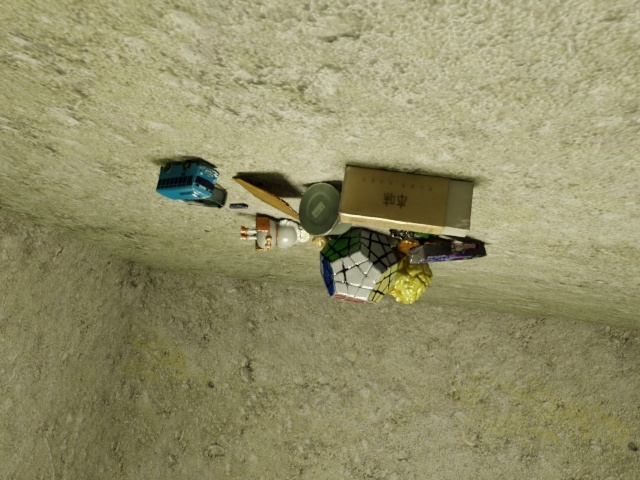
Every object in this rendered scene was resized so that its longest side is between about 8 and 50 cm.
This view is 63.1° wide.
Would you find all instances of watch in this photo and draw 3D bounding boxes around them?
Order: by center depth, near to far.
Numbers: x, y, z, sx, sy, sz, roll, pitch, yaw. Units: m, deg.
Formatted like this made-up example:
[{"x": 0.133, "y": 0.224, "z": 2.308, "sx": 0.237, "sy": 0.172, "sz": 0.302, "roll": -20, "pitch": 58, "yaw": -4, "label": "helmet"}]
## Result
[{"x": -0.418, "y": -0.160, "z": 1.762, "sx": 0.206, "sy": 0.069, "sz": 0.193, "roll": 11, "pitch": 171, "yaw": 8, "label": "watch"}]

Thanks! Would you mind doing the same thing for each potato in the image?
[{"x": 0.000, "y": 0.000, "z": 2.175, "sx": 0.068, "sy": 0.062, "sz": 0.083, "roll": 37, "pitch": 175, "yaw": -32, "label": "potato"}]

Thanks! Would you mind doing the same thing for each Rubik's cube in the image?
[{"x": 0.146, "y": 0.103, "z": 2.035, "sx": 0.263, "sy": 0.320, "sz": 0.319, "roll": -15, "pitch": 172, "yaw": -14, "label": "Rubik's cube"}]

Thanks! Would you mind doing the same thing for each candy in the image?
[{"x": 0.453, "y": 0.042, "z": 1.842, "sx": 0.312, "sy": 0.061, "sz": 0.088, "roll": -2, "pitch": 169, "yaw": -32, "label": "candy"}]

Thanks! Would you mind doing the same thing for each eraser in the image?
[{"x": 0.224, "y": -0.102, "z": 1.380, "sx": 0.342, "sy": 0.144, "sz": 0.078, "roll": 7, "pitch": 165, "yaw": 6, "label": "eraser"}]

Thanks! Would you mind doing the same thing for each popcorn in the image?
[{"x": 0.335, "y": 0.139, "z": 2.195, "sx": 0.251, "sy": 0.237, "sz": 0.206, "roll": 32, "pitch": 123, "yaw": 4, "label": "popcorn"}]

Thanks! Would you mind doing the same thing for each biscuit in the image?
[{"x": -0.160, "y": -0.128, "z": 1.650, "sx": 0.236, "sy": 0.013, "sz": 0.232, "roll": 27, "pitch": 174, "yaw": 25, "label": "biscuit"}, {"x": 0.397, "y": 0.022, "z": 2.005, "sx": 0.208, "sy": 0.041, "sz": 0.290, "roll": 7, "pitch": 166, "yaw": 5, "label": "biscuit"}]

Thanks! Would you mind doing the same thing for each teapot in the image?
[{"x": 0.047, "y": -0.088, "z": 1.585, "sx": 0.239, "sy": 0.163, "sz": 0.148, "roll": -33, "pitch": 153, "yaw": 31, "label": "teapot"}]

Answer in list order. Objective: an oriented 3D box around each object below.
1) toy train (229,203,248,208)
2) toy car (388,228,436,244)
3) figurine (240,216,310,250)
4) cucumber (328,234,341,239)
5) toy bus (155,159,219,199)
[{"x": -0.301, "y": -0.127, "z": 1.922, "sx": 0.083, "sy": 0.017, "sz": 0.017, "roll": 1, "pitch": 157, "yaw": 32, "label": "toy train"}, {"x": 0.318, "y": -0.030, "z": 1.792, "sx": 0.164, "sy": 0.063, "sz": 0.071, "roll": 15, "pitch": 167, "yaw": -22, "label": "toy car"}, {"x": -0.178, "y": -0.022, "z": 2.036, "sx": 0.270, "sy": 0.144, "sz": 0.143, "roll": 10, "pitch": 167, "yaw": 5, "label": "figurine"}, {"x": 0.065, "y": -0.053, "z": 1.888, "sx": 0.052, "sy": 0.058, "sz": 0.215, "roll": 43, "pitch": 166, "yaw": 7, "label": "cucumber"}, {"x": -0.404, "y": -0.178, "z": 1.580, "sx": 0.184, "sy": 0.107, "sz": 0.090, "roll": 0, "pitch": 161, "yaw": 36, "label": "toy bus"}]
